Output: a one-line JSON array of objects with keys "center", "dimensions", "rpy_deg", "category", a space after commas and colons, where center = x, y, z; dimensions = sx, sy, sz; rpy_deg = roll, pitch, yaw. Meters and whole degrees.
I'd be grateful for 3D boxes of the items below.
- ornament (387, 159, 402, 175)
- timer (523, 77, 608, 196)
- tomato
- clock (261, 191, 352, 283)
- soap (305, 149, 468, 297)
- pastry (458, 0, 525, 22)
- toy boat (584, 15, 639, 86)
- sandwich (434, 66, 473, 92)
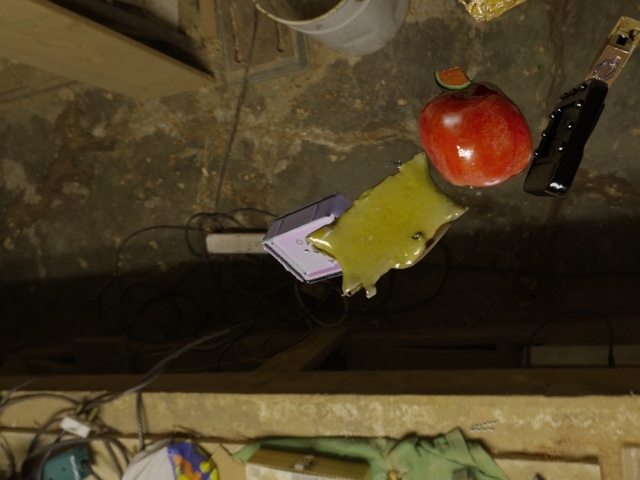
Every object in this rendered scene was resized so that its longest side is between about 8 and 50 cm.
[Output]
[{"center": [0.287, -0.245, 1.787], "dimensions": [0.125, 0.028, 0.073], "rpy_deg": [11, 117, 54], "category": "ornament"}, {"center": [0.404, -0.162, 0.837], "dimensions": [0.055, 0.144, 0.187], "rpy_deg": [21, 97, 4], "category": "timer"}, {"center": [0.447, -0.308, 1.494], "dimensions": [0.293, 0.325, 0.290], "rpy_deg": [-13, 124, 8], "category": "tomato"}, {"center": [-0.001, 0.000, 0.980], "dimensions": [0.193, 0.073, 0.144], "rpy_deg": [-19, 127, 41], "category": "clock"}, {"center": [0.066, -0.004, 0.535], "dimensions": [0.135, 0.233, 0.076], "rpy_deg": [-36, 85, 1], "category": "soap"}, {"center": [0.545, -0.734, 1.509], "dimensions": [0.250, 0.154, 0.102], "rpy_deg": [-22, 107, 27], "category": "pastry"}, {"center": [0.568, -0.346, 1.007], "dimensions": [0.057, 0.200, 0.077], "rpy_deg": [27, 66, 15], "category": "toy boat"}, {"center": [0.355, -0.424, 1.356], "dimensions": [0.101, 0.026, 0.069], "rpy_deg": [-4, 75, 20], "category": "sandwich"}]
